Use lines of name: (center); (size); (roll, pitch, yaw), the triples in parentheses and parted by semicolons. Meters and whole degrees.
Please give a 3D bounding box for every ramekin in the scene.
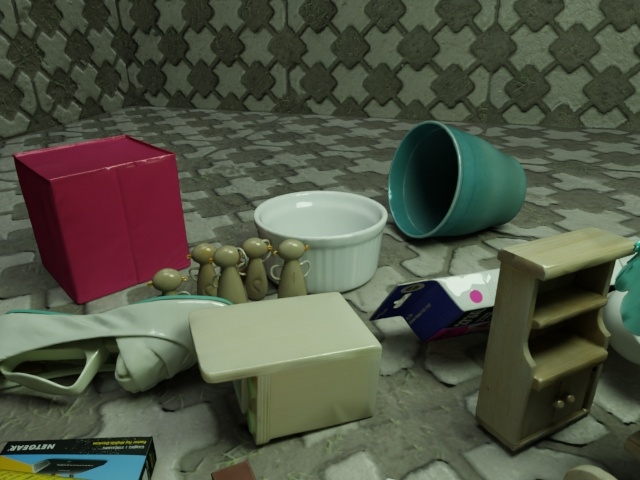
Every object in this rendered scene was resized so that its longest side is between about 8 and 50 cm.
ramekin: (0.000, 0.000, 1.088); (0.277, 0.135, 0.277); (-1, 23, 0)

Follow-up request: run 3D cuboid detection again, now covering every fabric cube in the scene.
fabric cube: (-0.460, -0.062, 1.103); (0.259, 0.258, 0.254); (-21, 30, -36)

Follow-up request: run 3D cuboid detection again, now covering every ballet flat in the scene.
ballet flat: (-0.317, 0.171, 0.775); (0.399, 0.139, 0.139); (-4, 24, 4)

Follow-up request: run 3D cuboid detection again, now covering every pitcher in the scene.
pitcher: (0.465, 0.127, 0.785); (0.177, 0.126, 0.207); (-10, -8, 16)

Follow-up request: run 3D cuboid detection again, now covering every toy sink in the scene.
toy sink: (-0.056, 0.176, 0.719); (0.234, 0.131, 0.153); (-5, 24, -21)

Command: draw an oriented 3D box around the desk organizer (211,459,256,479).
desk organizer: (-0.131, 0.294, 0.563); (0.130, 0.047, 0.050); (-11, 24, -21)

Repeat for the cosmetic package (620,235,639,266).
cosmetic package: (0.591, 0.049, 1.051); (0.238, 0.061, 0.099); (-10, 27, -19)

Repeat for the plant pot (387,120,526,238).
plant pot: (0.344, -0.132, 1.248); (0.255, 0.272, 0.271); (4, 20, -26)

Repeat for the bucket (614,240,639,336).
bucket: (0.437, 0.045, 0.443); (0.281, 0.183, 0.281); (9, 39, -7)

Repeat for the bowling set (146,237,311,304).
bowling set: (-0.176, 0.052, 0.964); (0.286, 0.154, 0.200); (-8, 26, -16)

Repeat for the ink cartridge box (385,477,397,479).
ink cartridge box: (0.048, 0.315, 0.396); (0.261, 0.066, 0.296); (6, 18, 6)

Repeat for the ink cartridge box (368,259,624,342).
ink cartridge box: (0.277, 0.097, 0.828); (0.370, 0.176, 0.069); (-5, 66, -12)

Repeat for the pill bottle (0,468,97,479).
pill bottle: (-0.251, 0.288, 0.412); (0.333, 0.188, 0.188); (3, 25, 8)

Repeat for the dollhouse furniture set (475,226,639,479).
dollhouse furniture set: (0.375, 0.176, 0.528); (0.361, 0.257, 0.394); (-11, 24, -27)

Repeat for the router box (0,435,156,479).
router box: (-0.292, 0.288, 0.582); (0.178, 0.046, 0.133); (-2, 25, -2)
